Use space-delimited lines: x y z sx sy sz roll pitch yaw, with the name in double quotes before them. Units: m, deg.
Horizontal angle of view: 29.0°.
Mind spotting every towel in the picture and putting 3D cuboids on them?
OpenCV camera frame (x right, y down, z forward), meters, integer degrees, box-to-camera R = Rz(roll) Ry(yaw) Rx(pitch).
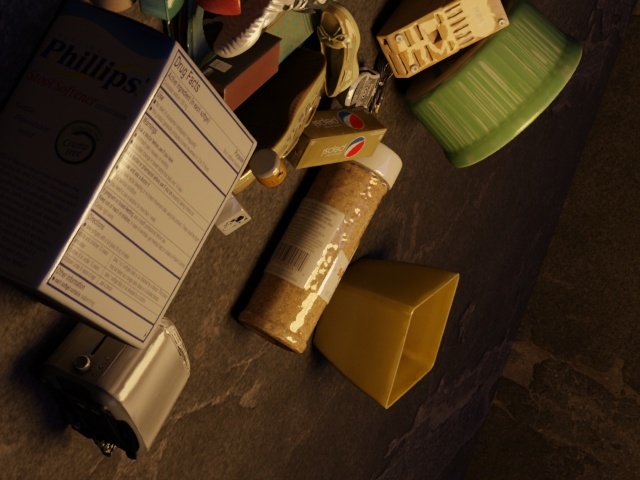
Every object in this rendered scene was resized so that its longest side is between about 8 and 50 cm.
"towel" -0.074 -0.318 1.593 0.370 0.040 0.271 -49 154 -37

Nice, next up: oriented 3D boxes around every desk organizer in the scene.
"desk organizer" -0.101 -0.207 1.525 0.130 0.047 0.050 -48 155 -41

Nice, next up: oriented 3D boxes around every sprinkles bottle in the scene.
"sprinkles bottle" 0.000 0.000 1.978 0.355 0.121 0.121 -62 158 -10

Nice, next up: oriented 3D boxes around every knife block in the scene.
"knife block" 0.205 -0.410 2.070 0.275 0.242 0.088 -28 124 4

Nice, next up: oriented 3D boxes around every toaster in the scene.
"toaster" -0.250 0.174 1.569 0.146 0.129 0.227 -58 156 -26

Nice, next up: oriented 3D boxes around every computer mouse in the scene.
"computer mouse" 0.064 -0.248 1.985 0.106 0.042 0.193 -67 165 14

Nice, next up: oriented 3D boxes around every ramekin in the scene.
"ramekin" 0.288 -0.285 2.143 0.303 0.148 0.303 -44 -166 13

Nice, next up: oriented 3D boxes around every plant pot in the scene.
"plant pot" 0.109 0.148 2.290 0.212 0.187 0.212 -30 138 -56

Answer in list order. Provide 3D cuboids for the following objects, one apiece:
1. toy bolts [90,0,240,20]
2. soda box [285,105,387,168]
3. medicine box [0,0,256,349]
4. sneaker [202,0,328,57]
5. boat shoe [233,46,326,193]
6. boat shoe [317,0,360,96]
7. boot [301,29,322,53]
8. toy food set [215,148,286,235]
"toy bolts" -0.176 -0.344 1.272 0.218 0.158 0.228 -107 -169 -57
"soda box" 0.015 -0.156 1.865 0.181 0.061 0.058 -14 142 -48
"medicine box" -0.230 -0.062 1.343 0.289 0.149 0.263 -63 158 -10
"sneaker" -0.049 -0.291 1.493 0.153 0.094 0.235 54 49 -56
"boat shoe" -0.071 -0.147 1.684 0.285 0.104 0.089 -52 152 -33
"boat shoe" 0.021 -0.269 1.751 0.048 0.056 0.153 -47 154 -28
"boot" 0.011 -0.266 1.833 0.099 0.045 0.121 -42 141 -50
"toy food set" -0.163 -0.062 1.528 0.232 0.111 0.104 -33 156 3
